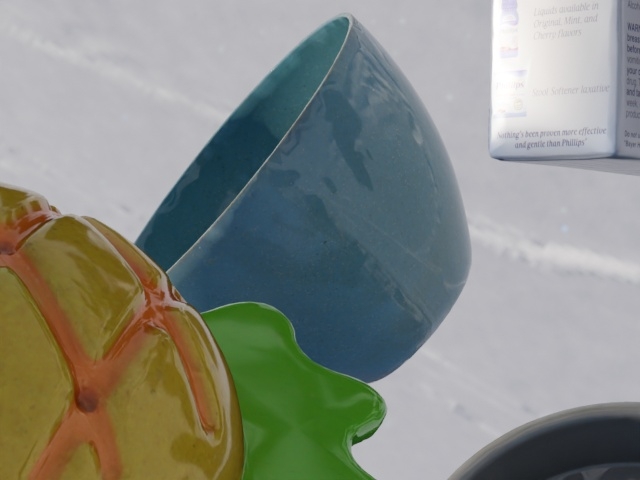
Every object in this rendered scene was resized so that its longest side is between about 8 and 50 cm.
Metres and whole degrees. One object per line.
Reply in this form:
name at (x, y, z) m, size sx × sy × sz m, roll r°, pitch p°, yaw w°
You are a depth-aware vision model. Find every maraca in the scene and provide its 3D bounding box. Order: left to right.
maraca at (-0.064, 0.041, 0.378) m, size 0.186 × 0.099 × 0.127 m, roll 10°, pitch -142°, yaw -22°

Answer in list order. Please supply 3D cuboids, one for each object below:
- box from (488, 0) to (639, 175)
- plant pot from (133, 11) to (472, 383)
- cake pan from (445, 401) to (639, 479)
box at (0.143, -0.100, 0.759) m, size 0.072 × 0.137 × 0.126 m, roll 1°, pitch 179°, yaw 45°
plant pot at (0.000, 0.000, 1.279) m, size 0.195 × 0.290 × 0.290 m, roll 40°, pitch 169°, yaw -13°
cake pan at (0.187, 0.238, 1.000) m, size 0.293 × 0.293 × 0.054 m, roll 26°, pitch 158°, yaw 25°
